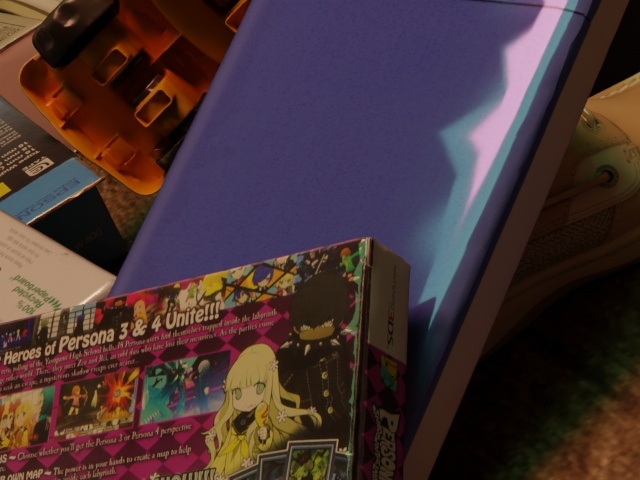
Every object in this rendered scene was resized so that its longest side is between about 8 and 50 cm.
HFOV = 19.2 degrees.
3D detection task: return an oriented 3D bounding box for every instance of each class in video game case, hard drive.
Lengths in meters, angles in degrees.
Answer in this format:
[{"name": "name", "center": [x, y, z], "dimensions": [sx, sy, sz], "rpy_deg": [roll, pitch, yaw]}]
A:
[{"name": "video game case", "center": [-0.069, 0.120, 0.836], "dimensions": [0.232, 0.042, 0.210], "rpy_deg": [-14, 61, 32]}, {"name": "hard drive", "center": [0.000, 0.000, 0.918], "dimensions": [0.210, 0.040, 0.318], "rpy_deg": [12, 71, 40]}]

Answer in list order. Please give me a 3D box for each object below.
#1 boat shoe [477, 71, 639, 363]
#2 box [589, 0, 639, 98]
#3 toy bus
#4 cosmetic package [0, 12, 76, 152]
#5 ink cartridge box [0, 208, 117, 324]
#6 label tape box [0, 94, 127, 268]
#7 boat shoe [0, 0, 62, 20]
[{"name": "boat shoe", "center": [0.116, -0.033, 0.998], "dimensions": [0.302, 0.098, 0.109], "rpy_deg": [-34, 23, -10]}, {"name": "box", "center": [0.152, -0.301, 1.178], "dimensions": [0.179, 0.343, 0.312], "rpy_deg": [-18, 23, 50]}, {"name": "toy bus", "center": [-0.084, -0.166, 1.330], "dimensions": [0.220, 0.149, 0.211], "rpy_deg": [-44, 11, 18]}, {"name": "cosmetic package", "center": [-0.327, -0.121, 1.681], "dimensions": [0.160, 0.113, 0.309], "rpy_deg": [-36, 24, -16]}, {"name": "ink cartridge box", "center": [-0.306, 0.088, 1.053], "dimensions": [0.330, 0.071, 0.324], "rpy_deg": [-38, 36, -20]}, {"name": "label tape box", "center": [-0.274, 0.020, 1.331], "dimensions": [0.241, 0.106, 0.334], "rpy_deg": [-34, 26, -11]}, {"name": "boat shoe", "center": [-0.245, -0.205, 1.761], "dimensions": [0.103, 0.113, 0.302], "rpy_deg": [-42, 24, -15]}]
